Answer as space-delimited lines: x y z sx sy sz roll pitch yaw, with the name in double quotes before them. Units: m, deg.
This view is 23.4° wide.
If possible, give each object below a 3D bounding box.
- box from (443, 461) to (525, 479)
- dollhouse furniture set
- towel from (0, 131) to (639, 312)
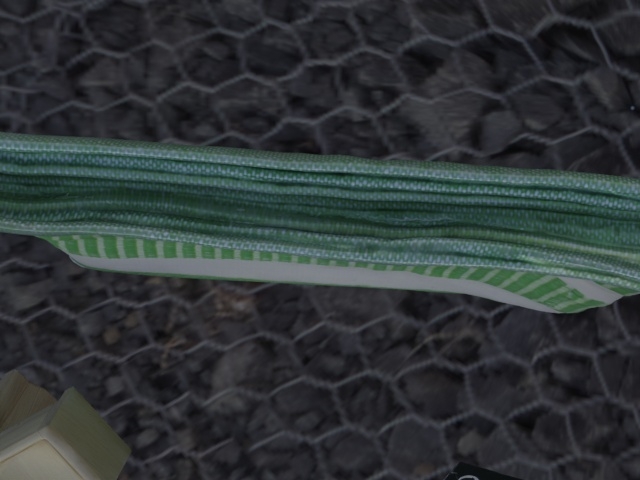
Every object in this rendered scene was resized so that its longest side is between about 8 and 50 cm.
"box" 0.073 0.280 0.809 0.103 0.184 0.261 14 119 29
"dollhouse furniture set" -0.126 0.150 0.759 0.182 0.101 0.161 -29 110 28
"towel" 0.000 0.000 0.535 0.248 0.325 0.038 5 89 1
